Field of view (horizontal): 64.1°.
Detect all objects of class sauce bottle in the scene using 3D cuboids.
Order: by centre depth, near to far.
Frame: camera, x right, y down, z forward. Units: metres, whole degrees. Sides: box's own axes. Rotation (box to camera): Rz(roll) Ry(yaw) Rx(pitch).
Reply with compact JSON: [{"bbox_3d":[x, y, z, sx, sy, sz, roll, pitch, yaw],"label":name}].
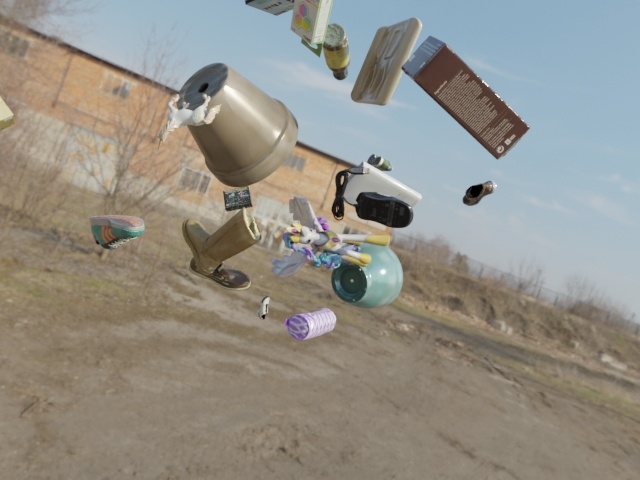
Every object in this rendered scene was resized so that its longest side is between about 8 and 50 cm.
[{"bbox_3d":[0.071,-0.790,2.186,0.112,0.111,0.344,21,-6,10],"label":"sauce bottle"}]

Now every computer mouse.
[{"bbox_3d":[0.165,-0.141,1.587,0.262,0.183,0.060,9,27,18],"label":"computer mouse"}]

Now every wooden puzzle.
[{"bbox_3d":[0.257,-0.669,1.958,0.081,0.321,0.348,19,12,-21],"label":"wooden puzzle"}]

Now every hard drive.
[{"bbox_3d":[0.243,-0.189,2.157,0.308,0.203,0.040,26,39,-22],"label":"hard drive"}]

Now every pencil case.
[{"bbox_3d":[-0.026,0.261,1.622,0.088,0.086,0.206,29,10,23],"label":"pencil case"}]

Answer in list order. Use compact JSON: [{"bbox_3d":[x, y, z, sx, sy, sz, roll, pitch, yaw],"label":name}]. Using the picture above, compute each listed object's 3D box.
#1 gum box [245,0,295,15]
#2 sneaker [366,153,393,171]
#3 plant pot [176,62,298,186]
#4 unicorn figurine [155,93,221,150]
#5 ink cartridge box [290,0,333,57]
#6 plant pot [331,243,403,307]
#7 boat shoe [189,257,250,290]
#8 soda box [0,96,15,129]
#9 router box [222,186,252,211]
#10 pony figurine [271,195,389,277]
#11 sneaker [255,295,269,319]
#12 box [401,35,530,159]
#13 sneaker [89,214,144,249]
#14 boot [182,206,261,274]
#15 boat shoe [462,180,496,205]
[{"bbox_3d":[-0.147,-0.844,1.777,0.157,0.041,0.184,-6,5,32],"label":"gum box"},{"bbox_3d":[0.282,-0.356,2.401,0.086,0.064,0.192,29,5,-15],"label":"sneaker"},{"bbox_3d":[-0.274,-0.370,1.551,0.323,0.323,0.280,21,-17,40],"label":"plant pot"},{"bbox_3d":[-0.316,-0.284,1.180,0.162,0.111,0.060,-8,-33,23],"label":"unicorn figurine"},{"bbox_3d":[-0.035,-0.701,1.635,0.062,0.209,0.109,-28,61,-34],"label":"ink cartridge box"},{"bbox_3d":[0.166,0.154,2.110,0.293,0.292,0.196,21,17,31],"label":"plant pot"},{"bbox_3d":[-0.403,0.130,2.067,0.258,0.095,0.095,17,-35,-11],"label":"boat shoe"},{"bbox_3d":[-0.782,-0.254,1.127,0.061,0.181,0.058,57,-29,-7],"label":"soda box"},{"bbox_3d":[-0.369,-0.186,2.279,0.123,0.092,0.038,-10,-22,-1],"label":"router box"},{"bbox_3d":[0.000,0.000,1.774,0.364,0.302,0.351,12,-6,-24],"label":"pony figurine"},{"bbox_3d":[-0.224,0.270,2.054,0.040,0.109,0.044,-5,33,-45],"label":"sneaker"},{"bbox_3d":[0.438,-0.435,1.556,0.382,0.143,0.191,34,22,-20],"label":"box"},{"bbox_3d":[-0.737,-0.024,1.868,0.302,0.120,0.108,8,17,40],"label":"sneaker"},{"bbox_3d":[-0.341,-0.034,1.765,0.089,0.270,0.236,-3,62,-58],"label":"boot"},{"bbox_3d":[0.603,-0.187,1.994,0.066,0.066,0.183,-2,-20,-21],"label":"boat shoe"}]
